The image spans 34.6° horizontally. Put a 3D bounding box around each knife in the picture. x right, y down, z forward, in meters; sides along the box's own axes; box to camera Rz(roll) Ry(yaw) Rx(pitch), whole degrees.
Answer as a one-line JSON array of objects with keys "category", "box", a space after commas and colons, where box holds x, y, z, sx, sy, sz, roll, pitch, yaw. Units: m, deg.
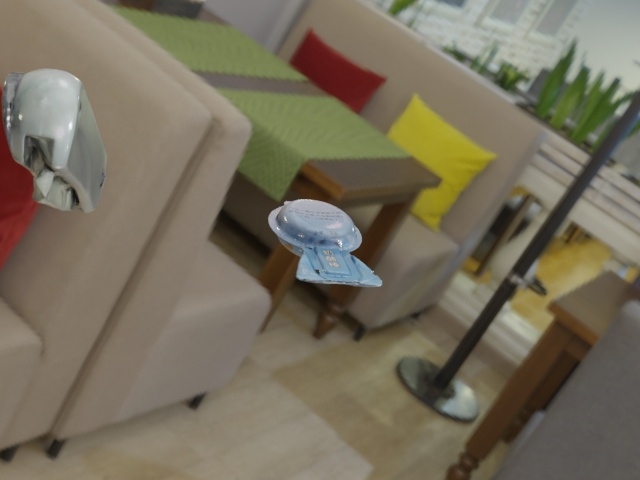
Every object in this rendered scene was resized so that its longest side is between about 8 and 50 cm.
[{"category": "knife", "box": [-0.168, -0.054, 0.674, 0.041, 0.073, 0.265, 3, -3, -8]}]

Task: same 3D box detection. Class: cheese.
[{"category": "cheese", "box": [0.000, 0.000, 1.431, 0.135, 0.052, 0.244, 4, 27, -17]}]
